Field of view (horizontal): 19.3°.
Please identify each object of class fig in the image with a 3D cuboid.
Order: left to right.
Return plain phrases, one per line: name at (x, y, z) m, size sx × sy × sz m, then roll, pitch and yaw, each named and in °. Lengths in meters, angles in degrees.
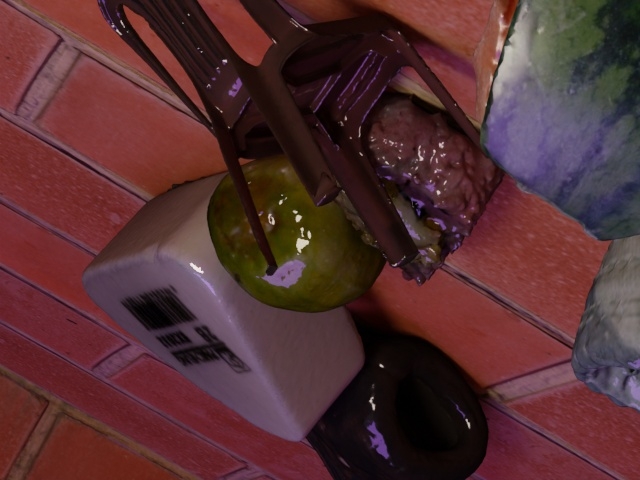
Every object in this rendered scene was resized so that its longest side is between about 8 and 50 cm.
fig at (-0.011, 0.008, 1.929) m, size 0.167 × 0.167 × 0.233 m, roll 9°, pitch 151°, yaw 42°

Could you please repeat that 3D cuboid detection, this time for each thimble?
thimble at (0.344, 0.071, 1.624) m, size 0.205 × 0.172 × 0.250 m, roll 35°, pitch 163°, yaw -33°

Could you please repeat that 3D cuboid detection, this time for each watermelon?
watermelon at (0.245, -0.128, 1.220) m, size 0.250 × 0.283 × 0.292 m, roll 39°, pitch -171°, yaw 11°

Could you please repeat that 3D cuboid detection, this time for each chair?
chair at (-0.032, -0.140, 1.596) m, size 0.326 × 0.183 × 0.175 m, roll 60°, pitch 137°, yaw 22°

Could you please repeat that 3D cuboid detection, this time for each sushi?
sushi at (0.070, -0.049, 1.773) m, size 0.161 × 0.107 × 0.241 m, roll 32°, pitch 161°, yaw -1°

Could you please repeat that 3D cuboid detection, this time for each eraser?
eraser at (-0.109, 0.047, 2.116) m, size 0.331 × 0.150 × 0.331 m, roll 32°, pitch 152°, yaw 20°

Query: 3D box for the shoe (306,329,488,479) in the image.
shoe at (0.111, 0.250, 2.373) m, size 0.237 × 0.171 × 0.384 m, roll 14°, pitch 149°, yaw 44°
